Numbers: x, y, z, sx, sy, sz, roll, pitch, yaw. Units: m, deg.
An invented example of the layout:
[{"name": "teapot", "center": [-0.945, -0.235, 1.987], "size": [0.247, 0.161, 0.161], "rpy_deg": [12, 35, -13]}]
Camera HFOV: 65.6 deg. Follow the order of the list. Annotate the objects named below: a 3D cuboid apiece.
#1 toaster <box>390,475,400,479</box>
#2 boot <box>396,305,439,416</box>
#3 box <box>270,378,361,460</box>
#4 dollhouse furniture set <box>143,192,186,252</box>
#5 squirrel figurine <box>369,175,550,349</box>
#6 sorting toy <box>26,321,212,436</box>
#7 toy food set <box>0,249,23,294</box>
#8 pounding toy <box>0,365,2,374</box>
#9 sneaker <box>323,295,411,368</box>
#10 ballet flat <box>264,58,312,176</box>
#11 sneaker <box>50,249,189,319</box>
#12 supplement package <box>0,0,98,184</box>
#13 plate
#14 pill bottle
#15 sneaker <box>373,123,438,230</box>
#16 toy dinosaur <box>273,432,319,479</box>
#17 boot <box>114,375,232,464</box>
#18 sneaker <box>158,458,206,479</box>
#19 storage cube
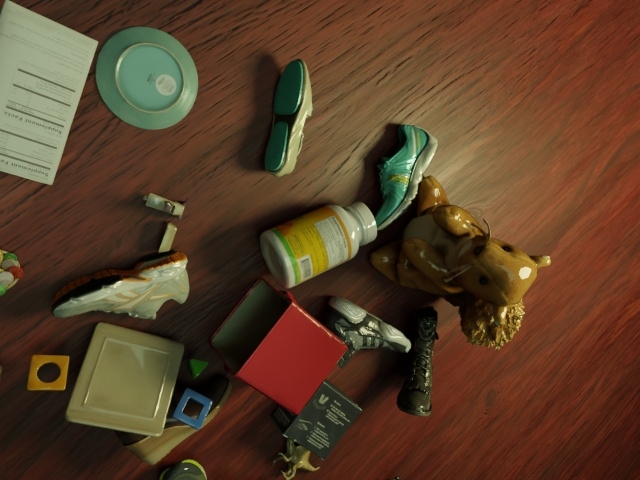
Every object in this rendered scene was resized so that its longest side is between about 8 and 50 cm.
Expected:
[{"name": "toaster", "center": [0.215, 0.804, 1.434], "size": [0.146, 0.129, 0.227], "rpy_deg": [-34, 117, -15]}, {"name": "boot", "center": [0.264, 0.307, 1.309], "size": [0.091, 0.263, 0.229], "rpy_deg": [8, 106, 12]}, {"name": "box", "center": [-0.010, 0.432, 1.244], "size": [0.156, 0.093, 0.158], "rpy_deg": [44, 81, -29]}, {"name": "dollhouse furniture set", "center": [-0.324, -0.034, 0.981], "size": [0.081, 0.091, 0.114], "rpy_deg": [20, 95, -15]}, {"name": "squirrel figurine", "center": [0.378, 0.076, 1.207], "size": [0.281, 0.370, 0.397], "rpy_deg": [-48, 119, -10]}, {"name": "sorting toy", "center": [-0.383, 0.275, 0.983], "size": [0.347, 0.047, 0.196], "rpy_deg": [20, 55, -21]}, {"name": "toy food set", "center": [-0.583, 0.055, 0.889], "size": [0.082, 0.020, 0.083], "rpy_deg": [34, 85, -30]}, {"name": "pounding toy", "center": [-0.665, 0.217, 0.841], "size": [0.206, 0.094, 0.181], "rpy_deg": [41, 81, -30]}, {"name": "sneaker", "center": [0.100, 0.258, 1.263], "size": [0.268, 0.101, 0.153], "rpy_deg": [32, 86, -24]}, {"name": "ballet flat", "center": [-0.062, -0.258, 1.072], "size": [0.086, 0.086, 0.249], "rpy_deg": [12, 97, -30]}, {"name": "sneaker", "center": [-0.379, 0.116, 0.973], "size": [0.262, 0.099, 0.121], "rpy_deg": [-18, 114, -22]}, {"name": "supplement package", "center": [-0.475, -0.232, 0.811], "size": [0.133, 0.139, 0.244], "rpy_deg": [18, 92, -32]}, {"name": "plate", "center": [-0.323, -0.307, 0.942], "size": [0.188, 0.024, 0.188], "rpy_deg": [-6, 104, -27]}, {"name": "pill bottle", "center": [0.000, 0.000, 1.122], "size": [0.245, 0.136, 0.137], "rpy_deg": [-24, 112, -22]}, {"name": "sneaker", "center": [0.184, -0.156, 1.224], "size": [0.109, 0.107, 0.276], "rpy_deg": [26, 84, -11]}, {"name": "toy dinosaur", "center": [-0.060, 0.568, 1.273], "size": [0.092, 0.053, 0.183], "rpy_deg": [-38, 116, -17]}, {"name": "boot", "center": [-0.328, 0.320, 1.053], "size": [0.248, 0.090, 0.207], "rpy_deg": [-39, 104, -32]}, {"name": "sneaker", "center": [-0.286, 0.635, 1.127], "size": [0.111, 0.121, 0.300], "rpy_deg": [-19, 110, -24]}, {"name": "storage cube", "center": [-0.096, 0.231, 1.099], "size": [0.193, 0.183, 0.215], "rpy_deg": [43, 80, -30]}]
